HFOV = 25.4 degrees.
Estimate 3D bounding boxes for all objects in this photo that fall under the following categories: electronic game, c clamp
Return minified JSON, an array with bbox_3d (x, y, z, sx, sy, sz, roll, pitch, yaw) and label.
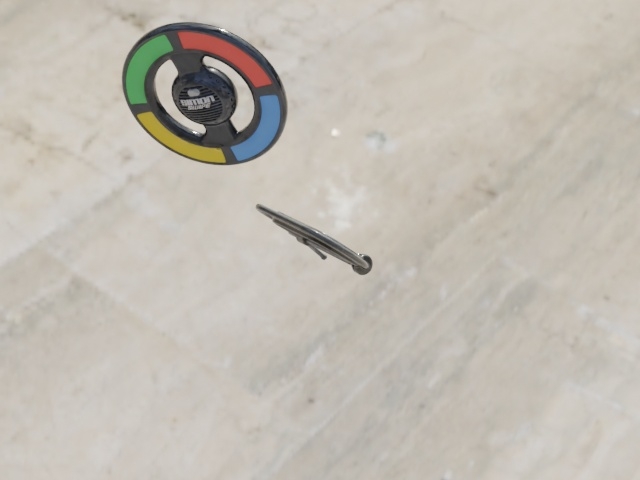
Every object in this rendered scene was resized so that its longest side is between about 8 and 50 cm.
[{"bbox_3d":[-0.154,-0.191,1.886,0.229,0.229,0.048,17,45,4],"label":"electronic game"},{"bbox_3d":[0.000,0.000,1.469,0.137,0.022,0.161,35,-5,-33],"label":"c clamp"}]
